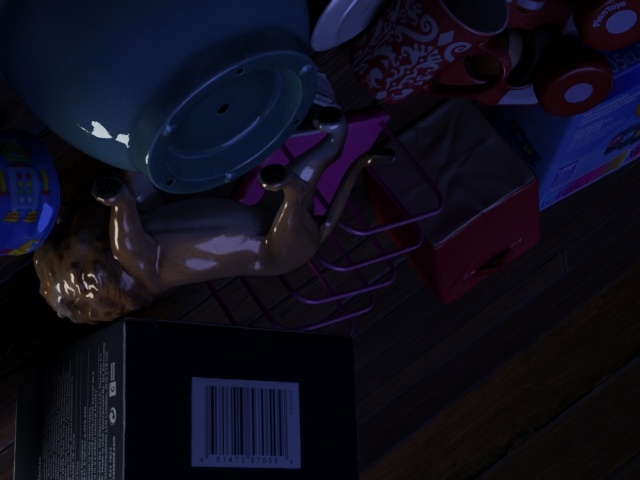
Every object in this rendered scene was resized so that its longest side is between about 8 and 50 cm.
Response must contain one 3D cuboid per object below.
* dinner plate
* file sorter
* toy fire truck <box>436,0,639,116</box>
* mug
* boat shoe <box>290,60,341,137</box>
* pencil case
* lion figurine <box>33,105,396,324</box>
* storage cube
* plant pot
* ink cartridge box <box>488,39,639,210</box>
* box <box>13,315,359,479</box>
[{"bbox_3d":[0.044,-0.259,1.334,0.141,0.017,0.141,-43,170,-10],"label":"dinner plate"},{"bbox_3d":[0.000,0.000,1.605,0.202,0.182,0.291,-16,150,-41],"label":"file sorter"},{"bbox_3d":[0.243,-0.282,1.476,0.253,0.169,0.302,0,145,-18],"label":"toy fire truck"},{"bbox_3d":[0.123,-0.220,1.369,0.113,0.150,0.169,-10,161,-41],"label":"mug"},{"bbox_3d":[-0.080,-0.143,1.321,0.267,0.088,0.096,-8,145,-50],"label":"boat shoe"},{"bbox_3d":[-0.378,-0.033,1.054,0.306,0.119,0.133,-7,148,-51],"label":"pencil case"},{"bbox_3d":[-0.118,-0.008,1.296,0.392,0.142,0.240,-1,137,-1],"label":"lion figurine"},{"bbox_3d":[0.192,-0.059,1.744,0.183,0.215,0.193,-33,152,-6],"label":"storage cube"},{"bbox_3d":[-0.123,-0.168,1.065,0.293,0.196,0.293,-31,158,-14],"label":"plant pot"},{"bbox_3d":[0.409,-0.238,1.791,0.270,0.151,0.395,-28,155,-20],"label":"ink cartridge box"},{"bbox_3d":[-0.177,0.238,1.484,0.293,0.212,0.395,7,162,-30],"label":"box"}]
